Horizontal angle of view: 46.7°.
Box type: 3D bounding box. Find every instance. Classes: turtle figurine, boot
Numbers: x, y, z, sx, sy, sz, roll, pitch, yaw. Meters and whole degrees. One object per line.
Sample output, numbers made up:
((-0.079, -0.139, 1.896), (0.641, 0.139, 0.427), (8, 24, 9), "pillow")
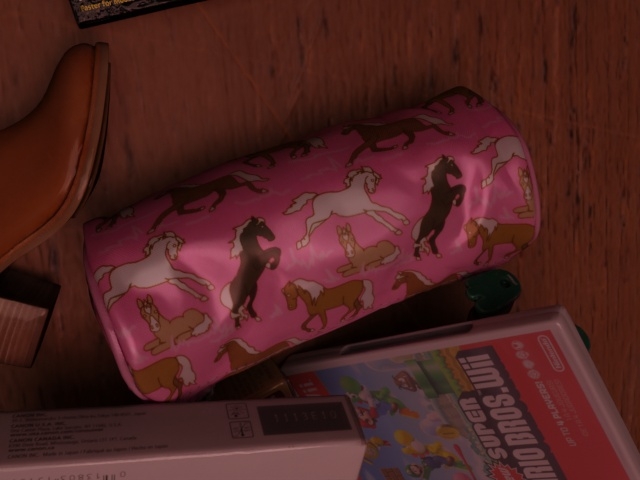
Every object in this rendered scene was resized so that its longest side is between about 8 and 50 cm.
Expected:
((0.152, 0.134, 0.707), (0.175, 0.234, 0.118), (26, 49, 7), "turtle figurine")
((-0.295, -0.051, 0.577), (0.220, 0.109, 0.283), (19, 101, -15), "boot")

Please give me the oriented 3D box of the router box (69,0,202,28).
((-0.131, -0.261, 0.609), (0.179, 0.046, 0.133), (-18, 104, -13), "router box")

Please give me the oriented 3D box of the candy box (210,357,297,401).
((-0.145, 0.259, 0.672), (0.317, 0.087, 0.182), (-26, 105, -12), "candy box")

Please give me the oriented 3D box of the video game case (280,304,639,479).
((0.120, 0.167, 0.661), (0.204, 0.285, 0.025), (59, 41, -17), "video game case")

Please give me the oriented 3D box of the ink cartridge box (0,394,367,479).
((-0.118, 0.236, 0.600), (0.275, 0.060, 0.238), (1, 123, -17), "ink cartridge box")

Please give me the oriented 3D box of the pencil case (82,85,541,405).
((0.000, 0.000, 0.636), (0.386, 0.160, 0.167), (-23, 138, -13), "pencil case")
